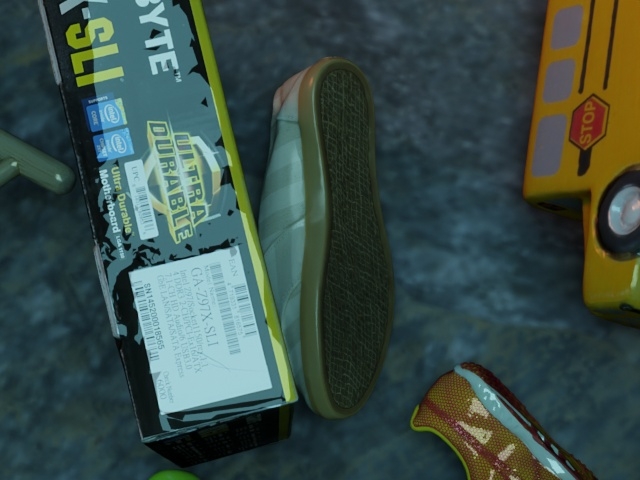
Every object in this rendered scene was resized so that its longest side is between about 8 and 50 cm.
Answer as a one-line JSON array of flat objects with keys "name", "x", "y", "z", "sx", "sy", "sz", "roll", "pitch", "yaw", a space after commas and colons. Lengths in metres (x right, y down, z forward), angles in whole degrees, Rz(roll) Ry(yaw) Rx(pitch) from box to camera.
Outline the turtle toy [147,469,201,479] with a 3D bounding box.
[{"name": "turtle toy", "x": -0.067, "y": 0.194, "z": 0.978, "sx": 0.095, "sy": 0.066, "sz": 0.130, "roll": -25, "pitch": 82, "yaw": -6}]

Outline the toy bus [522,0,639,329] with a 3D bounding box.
[{"name": "toy bus", "x": 0.204, "y": -0.112, "z": 1.001, "sx": 0.108, "sy": 0.130, "sz": 0.333, "roll": 16, "pitch": 78, "yaw": -33}]

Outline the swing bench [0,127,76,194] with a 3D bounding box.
[{"name": "swing bench", "x": -0.277, "y": -0.137, "z": 0.888, "sx": 0.165, "sy": 0.253, "sz": 0.255, "roll": -35, "pitch": 62, "yaw": -19}]

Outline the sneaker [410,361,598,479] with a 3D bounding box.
[{"name": "sneaker", "x": 0.126, "y": 0.152, "z": 1.006, "sx": 0.067, "sy": 0.064, "sz": 0.175, "roll": -45, "pitch": 79, "yaw": 11}]

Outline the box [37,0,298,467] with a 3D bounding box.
[{"name": "box", "x": -0.078, "y": -0.017, "z": 0.886, "sx": 0.079, "sy": 0.322, "sz": 0.257, "roll": -15, "pitch": 80, "yaw": -4}]

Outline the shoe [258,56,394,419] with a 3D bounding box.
[{"name": "shoe", "x": 0.000, "y": 0.000, "z": 1.025, "sx": 0.058, "sy": 0.076, "sz": 0.219, "roll": -8, "pitch": 80, "yaw": 42}]
